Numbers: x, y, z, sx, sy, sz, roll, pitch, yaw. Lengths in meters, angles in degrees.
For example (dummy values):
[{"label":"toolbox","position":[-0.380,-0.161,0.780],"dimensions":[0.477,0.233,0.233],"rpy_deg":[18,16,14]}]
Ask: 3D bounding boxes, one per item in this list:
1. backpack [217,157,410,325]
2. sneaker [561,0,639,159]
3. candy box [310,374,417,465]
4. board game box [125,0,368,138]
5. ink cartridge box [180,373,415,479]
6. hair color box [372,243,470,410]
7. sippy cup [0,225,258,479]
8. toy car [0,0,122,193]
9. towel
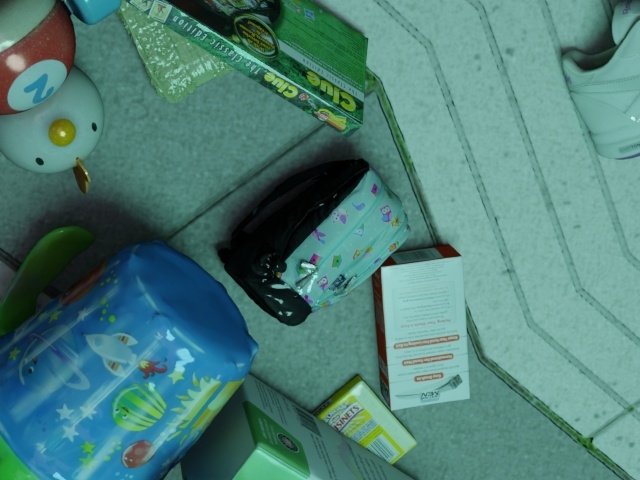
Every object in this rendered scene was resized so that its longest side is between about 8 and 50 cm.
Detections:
[{"label":"backpack","position":[0.000,0.000,1.374],"dimensions":[0.182,0.152,0.115],"rpy_deg":[-43,115,-9]},{"label":"sneaker","position":[0.379,-0.193,1.338],"dimensions":[0.305,0.114,0.152],"rpy_deg":[-26,103,34]},{"label":"candy box","position":[-0.002,0.254,1.498],"dimensions":[0.206,0.027,0.105],"rpy_deg":[-40,106,3]},{"label":"board game box","position":[-0.063,-0.211,1.281],"dimensions":[0.259,0.136,0.030],"rpy_deg":[30,130,-24]},{"label":"ink cartridge box","position":[0.001,0.278,1.384],"dimensions":[0.278,0.201,0.117],"rpy_deg":[35,98,-18]},{"label":"hair color box","position":[0.109,0.095,1.458],"dimensions":[0.093,0.053,0.167],"rpy_deg":[-7,106,-9]},{"label":"sippy cup","position":[-0.190,0.128,1.285],"dimensions":[0.305,0.240,0.224],"rpy_deg":[45,107,-4]},{"label":"toy car","position":[-0.268,-0.135,1.257],"dimensions":[0.219,0.210,0.238],"rpy_deg":[-37,122,-10]},{"label":"towel","position":[-0.142,-0.222,1.333],"dimensions":[0.110,0.027,0.148],"rpy_deg":[-28,108,-2]}]
